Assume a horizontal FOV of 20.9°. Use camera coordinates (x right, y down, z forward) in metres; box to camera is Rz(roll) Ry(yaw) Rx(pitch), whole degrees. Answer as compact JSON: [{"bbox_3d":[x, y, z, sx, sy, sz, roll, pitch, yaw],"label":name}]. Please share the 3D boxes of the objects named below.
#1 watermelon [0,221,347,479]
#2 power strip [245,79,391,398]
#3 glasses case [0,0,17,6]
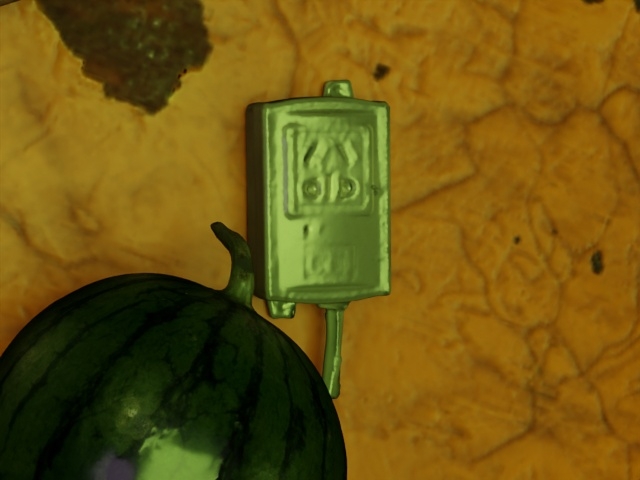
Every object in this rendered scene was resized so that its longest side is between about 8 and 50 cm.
[{"bbox_3d":[-0.074,0.102,0.852,0.188,0.188,0.215,30,90,-16],"label":"watermelon"},{"bbox_3d":[0.000,0.000,0.943,0.075,0.042,0.175,-3,94,-18],"label":"power strip"},{"bbox_3d":[-0.137,-0.154,0.875,0.204,0.081,0.051,-23,101,-13],"label":"glasses case"}]
